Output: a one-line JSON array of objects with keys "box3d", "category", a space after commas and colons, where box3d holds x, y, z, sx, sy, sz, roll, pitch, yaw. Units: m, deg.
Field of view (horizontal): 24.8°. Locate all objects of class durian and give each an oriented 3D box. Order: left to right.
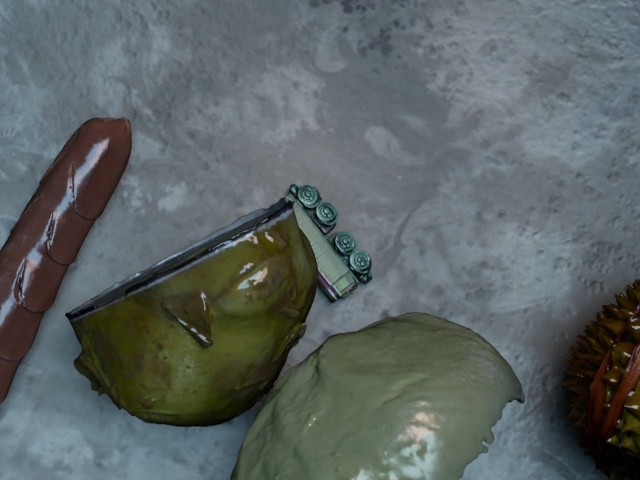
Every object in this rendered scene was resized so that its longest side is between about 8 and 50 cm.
[{"box3d": [0.451, 0.172, 1.588, 0.384, 0.348, 0.347, -3, 82, 32], "category": "durian"}]

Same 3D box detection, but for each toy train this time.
[{"box3d": [0.000, 0.000, 1.717, 0.071, 0.038, 0.148, -37, 88, -9], "category": "toy train"}]

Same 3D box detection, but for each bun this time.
[{"box3d": [0.033, 0.212, 1.554, 0.364, 0.364, 0.202, -44, 87, -9], "category": "bun"}]

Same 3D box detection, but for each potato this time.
[{"box3d": [-0.107, 0.093, 1.584, 0.300, 0.246, 0.196, -26, 97, 34], "category": "potato"}]

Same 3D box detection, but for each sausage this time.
[{"box3d": [-0.333, 0.042, 1.655, 0.088, 0.088, 0.433, 27, 81, -3], "category": "sausage"}]
